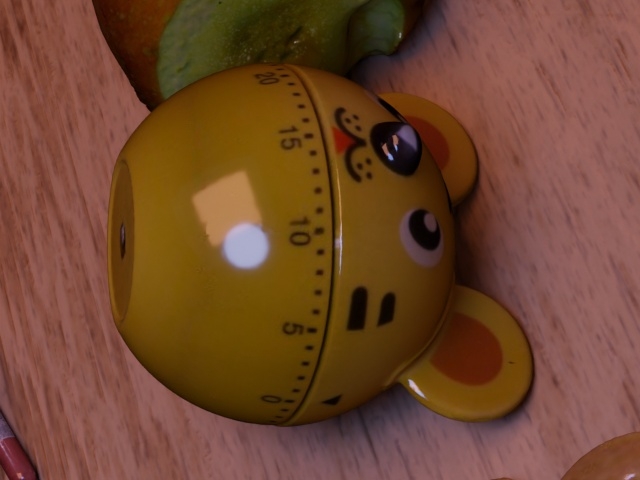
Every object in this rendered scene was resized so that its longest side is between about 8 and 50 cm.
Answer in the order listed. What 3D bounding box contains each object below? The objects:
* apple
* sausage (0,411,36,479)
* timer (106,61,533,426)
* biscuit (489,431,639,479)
[{"bbox_3d":[-0.056,-0.296,1.923,0.374,0.374,0.384,-12,91,24],"label":"apple"},{"bbox_3d":[-0.358,0.192,2.015,0.029,0.029,0.223,-42,53,5],"label":"sausage"},{"bbox_3d":[0.000,0.000,1.748,0.386,0.376,0.376,1,58,-18],"label":"timer"},{"bbox_3d":[0.226,0.307,1.614,0.355,0.052,0.275,-33,55,12],"label":"biscuit"}]
